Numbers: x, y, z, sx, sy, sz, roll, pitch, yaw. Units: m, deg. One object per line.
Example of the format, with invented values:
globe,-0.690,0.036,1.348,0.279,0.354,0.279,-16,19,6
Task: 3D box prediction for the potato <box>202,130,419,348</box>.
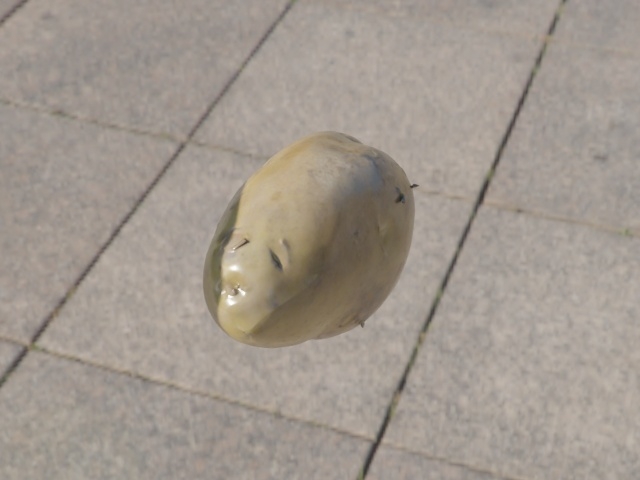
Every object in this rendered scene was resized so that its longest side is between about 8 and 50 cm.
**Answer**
potato,-0.001,-0.005,0.909,0.128,0.161,0.235,-2,2,32
